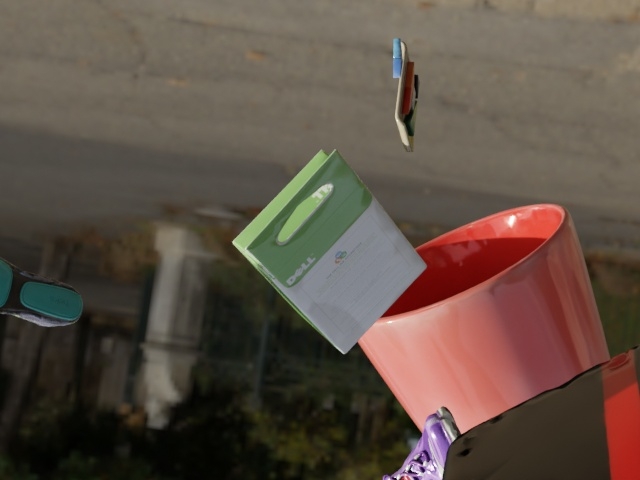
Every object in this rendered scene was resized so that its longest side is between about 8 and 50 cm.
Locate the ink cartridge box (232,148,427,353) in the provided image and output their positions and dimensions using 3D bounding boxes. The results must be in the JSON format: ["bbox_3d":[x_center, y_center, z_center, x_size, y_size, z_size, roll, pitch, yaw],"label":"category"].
[{"bbox_3d":[0.000,0.000,1.269,0.062,0.109,0.209,41,175,36],"label":"ink cartridge box"}]

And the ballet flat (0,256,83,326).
[{"bbox_3d":[-0.226,0.036,1.098,0.114,0.041,0.041,25,167,-36],"label":"ballet flat"}]

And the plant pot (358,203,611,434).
[{"bbox_3d":[0.194,0.125,1.652,0.275,0.243,0.275,-26,-169,6],"label":"plant pot"}]

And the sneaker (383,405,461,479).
[{"bbox_3d":[0.090,0.219,1.379,0.071,0.170,0.068,-4,-136,-17],"label":"sneaker"}]

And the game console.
[{"bbox_3d":[0.229,0.151,1.038,0.342,0.060,0.386,-29,-173,14],"label":"game console"}]

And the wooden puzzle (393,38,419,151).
[{"bbox_3d":[0.071,-0.116,1.239,0.014,0.078,0.116,0,170,9],"label":"wooden puzzle"}]
